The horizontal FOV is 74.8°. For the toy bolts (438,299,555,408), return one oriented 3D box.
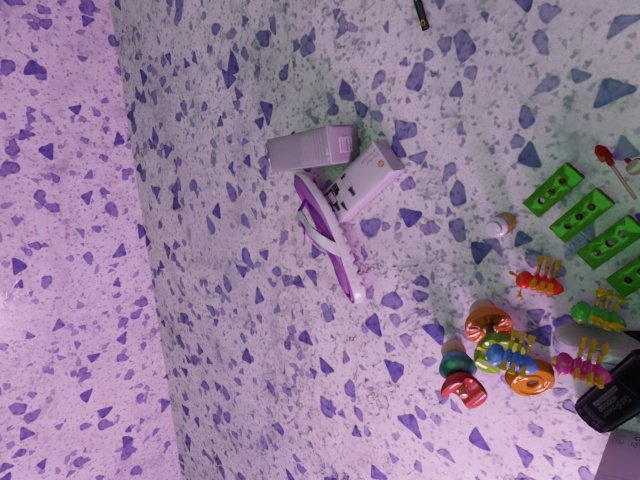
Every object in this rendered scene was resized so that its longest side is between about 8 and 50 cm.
[{"bbox_3d":[0.382,0.265,0.963,0.218,0.158,0.228,30,121,-16],"label":"toy bolts"}]

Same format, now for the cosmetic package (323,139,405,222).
[{"bbox_3d":[0.105,-0.150,1.108,0.239,0.060,0.099,-44,73,42],"label":"cosmetic package"}]

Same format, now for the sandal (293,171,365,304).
[{"bbox_3d":[0.002,-0.004,1.179,0.416,0.102,0.169,63,166,7],"label":"sandal"}]

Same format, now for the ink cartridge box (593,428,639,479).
[{"bbox_3d":[0.545,0.432,0.683,0.165,0.332,0.065,-6,96,45],"label":"ink cartridge box"}]

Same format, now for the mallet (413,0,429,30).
[{"bbox_3d":[0.195,-0.553,0.918,0.062,0.039,0.190,-4,104,43],"label":"mallet"}]

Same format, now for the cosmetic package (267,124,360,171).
[{"bbox_3d":[-0.022,-0.250,1.152,0.238,0.127,0.107,5,106,41],"label":"cosmetic package"}]

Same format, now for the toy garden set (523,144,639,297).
[{"bbox_3d":[0.533,-0.055,0.745,0.244,0.049,0.204,52,133,20],"label":"toy garden set"}]

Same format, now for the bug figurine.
[{"bbox_3d":[0.435,0.164,0.782,0.216,0.279,0.072,19,145,30],"label":"bug figurine"}]

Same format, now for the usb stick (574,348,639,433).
[{"bbox_3d":[0.543,0.279,0.756,0.077,0.045,0.278,50,160,35],"label":"usb stick"}]

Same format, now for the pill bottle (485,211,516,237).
[{"bbox_3d":[0.375,-0.031,0.873,0.043,0.083,0.043,16,113,40],"label":"pill bottle"}]

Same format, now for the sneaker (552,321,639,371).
[{"bbox_3d":[0.568,0.214,0.783,0.237,0.085,0.086,10,142,35],"label":"sneaker"}]
